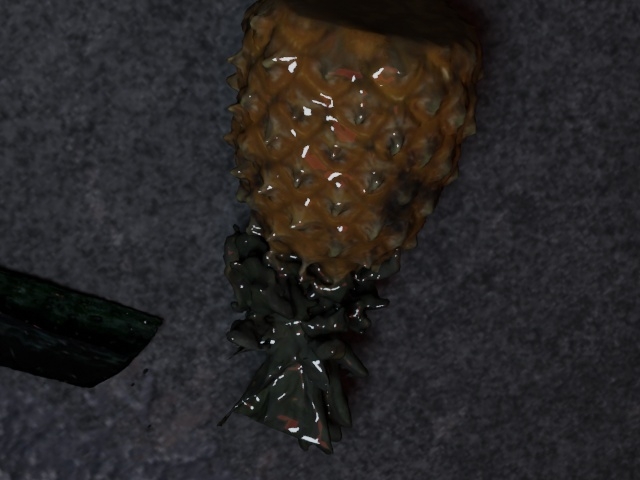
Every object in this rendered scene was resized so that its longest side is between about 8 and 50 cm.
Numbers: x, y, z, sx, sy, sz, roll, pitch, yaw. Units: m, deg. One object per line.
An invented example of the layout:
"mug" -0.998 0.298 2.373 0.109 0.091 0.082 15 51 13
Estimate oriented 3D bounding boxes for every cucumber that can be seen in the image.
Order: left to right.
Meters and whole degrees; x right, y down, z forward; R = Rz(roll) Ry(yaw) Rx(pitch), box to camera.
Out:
"cucumber" -0.225 0.057 0.814 0.220 0.046 0.070 20 111 -15

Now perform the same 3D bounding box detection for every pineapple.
"pineapple" 0.000 0.000 0.788 0.169 0.169 0.341 6 117 -11
